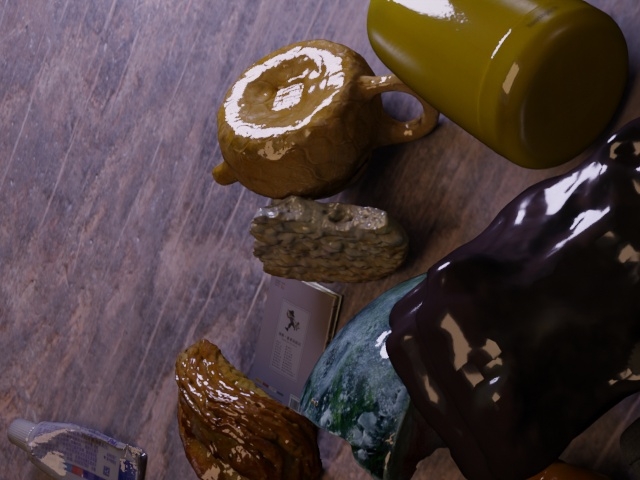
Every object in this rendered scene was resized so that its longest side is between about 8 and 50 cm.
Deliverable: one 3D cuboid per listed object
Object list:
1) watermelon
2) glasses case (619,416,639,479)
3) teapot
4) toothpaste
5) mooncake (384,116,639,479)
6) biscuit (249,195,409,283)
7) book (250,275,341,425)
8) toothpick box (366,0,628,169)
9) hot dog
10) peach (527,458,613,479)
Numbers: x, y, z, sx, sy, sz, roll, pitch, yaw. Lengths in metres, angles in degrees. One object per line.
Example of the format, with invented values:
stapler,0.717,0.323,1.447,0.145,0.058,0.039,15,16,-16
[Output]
watermelon,0.101,0.166,1.585,0.289,0.214,0.320,-19,32,49
glasses case,0.415,0.125,1.290,0.323,0.131,0.074,-44,62,38
teapot,0.001,-0.125,1.712,0.311,0.167,0.203,-13,45,23
toothpaste,-0.368,0.326,2.173,0.282,0.068,0.099,16,132,36
mooncake,0.241,0.049,1.307,0.212,0.381,0.350,55,169,13
biscuit,0.000,0.000,1.695,0.265,0.188,0.040,-16,52,51
book,-0.036,0.135,1.847,0.127,0.014,0.182,25,109,43
toothpick box,0.173,-0.203,1.512,0.271,0.175,0.175,38,117,43
hot dog,-0.118,0.236,1.849,0.259,0.114,0.175,31,141,40
peach,0.247,0.292,1.473,0.138,0.138,0.138,1,91,46
